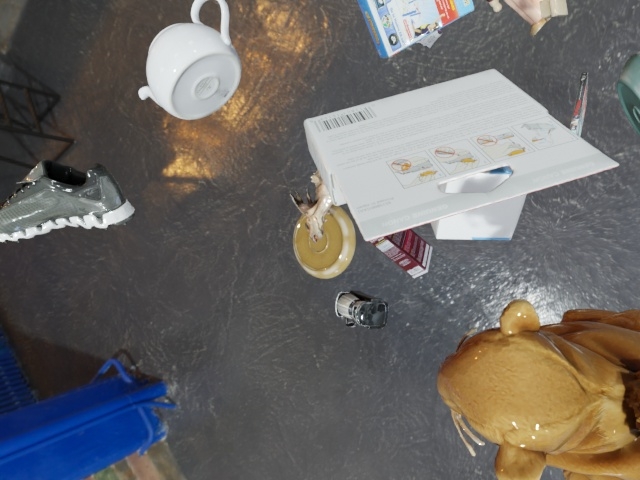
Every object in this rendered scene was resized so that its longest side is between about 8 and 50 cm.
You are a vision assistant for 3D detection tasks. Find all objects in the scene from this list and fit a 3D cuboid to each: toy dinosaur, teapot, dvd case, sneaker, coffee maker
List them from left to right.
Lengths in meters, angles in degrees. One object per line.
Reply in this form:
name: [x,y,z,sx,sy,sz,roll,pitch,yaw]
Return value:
sneaker: [-0.397,-0.063,0.610,0.234,0.078,0.106,-7,121,-1]
teapot: [-0.336,-0.453,1.079,0.256,0.252,0.187,-33,76,-21]
toy dinosaur: [0.022,-0.161,1.114,0.200,0.127,0.296,-28,33,62]
coffee maker: [0.162,0.234,1.496,0.178,0.171,0.120,10,119,65]
dvd case: [0.469,-0.227,0.773,0.013,0.087,0.120,9,75,33]

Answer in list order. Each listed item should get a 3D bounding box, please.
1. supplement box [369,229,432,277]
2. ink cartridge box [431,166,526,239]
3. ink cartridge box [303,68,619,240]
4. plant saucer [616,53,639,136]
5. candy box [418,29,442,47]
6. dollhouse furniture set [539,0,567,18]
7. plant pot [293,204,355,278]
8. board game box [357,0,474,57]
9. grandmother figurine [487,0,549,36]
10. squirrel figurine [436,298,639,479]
supplement box: [0.292,0.013,1.547,0.239,0.130,0.073,38,138,-16]
ink cartridge box: [0.394,-0.156,1.143,0.198,0.270,0.197,1,125,0]
ink cartridge box: [0.141,-0.100,0.507,0.275,0.060,0.239,-16,47,-5]
plant saucer: [0.336,-0.131,0.435,0.021,0.119,0.119,-29,77,27]
candy box: [0.304,-0.769,1.479,0.071,0.233,0.159,-46,68,38]
dollhouse furniture set: [0.364,-0.578,0.709,0.173,0.303,0.356,1,109,58]
plant pot: [0.000,0.000,1.306,0.236,0.032,0.237,-1,88,37]
board game box: [0.263,-0.763,1.267,0.301,0.086,0.308,-29,115,-1]
grandmother figurine: [0.588,-0.807,1.332,0.342,0.104,0.208,38,151,0]
squirrel figurine: [0.347,0.185,0.483,0.397,0.370,0.281,-8,65,60]
